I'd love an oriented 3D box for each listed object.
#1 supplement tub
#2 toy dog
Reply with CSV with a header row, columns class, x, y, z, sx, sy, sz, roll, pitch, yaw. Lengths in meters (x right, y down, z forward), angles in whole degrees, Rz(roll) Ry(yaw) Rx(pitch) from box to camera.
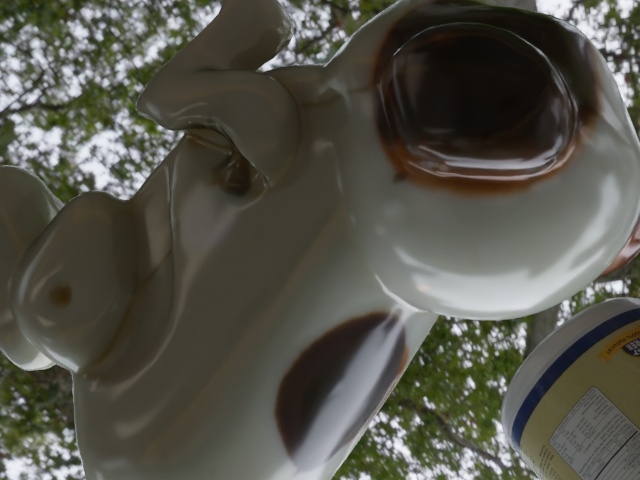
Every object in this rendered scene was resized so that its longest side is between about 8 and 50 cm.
class,x,y,z,sx,sy,sz,roll,pitch,yaw
supplement tub,0.365,0.235,0.876,0.228,0.228,0.316,-36,-130,-5
toy dog,0.000,0.000,0.554,0.408,0.284,0.395,-34,-136,22
